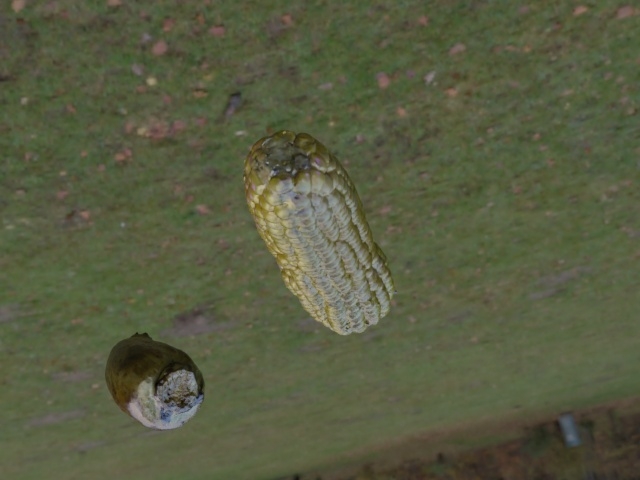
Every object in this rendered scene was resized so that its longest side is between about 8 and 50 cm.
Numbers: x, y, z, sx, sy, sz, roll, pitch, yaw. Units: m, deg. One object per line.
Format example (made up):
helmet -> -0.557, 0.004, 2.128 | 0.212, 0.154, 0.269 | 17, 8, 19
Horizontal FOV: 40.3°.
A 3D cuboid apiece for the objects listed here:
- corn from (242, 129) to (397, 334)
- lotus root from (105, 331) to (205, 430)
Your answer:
corn -> 0.000, 0.000, 0.756 | 0.101, 0.101, 0.291 | -15, 154, 7
lotus root -> -0.205, 0.159, 1.036 | 0.108, 0.094, 0.191 | 45, 166, -28
